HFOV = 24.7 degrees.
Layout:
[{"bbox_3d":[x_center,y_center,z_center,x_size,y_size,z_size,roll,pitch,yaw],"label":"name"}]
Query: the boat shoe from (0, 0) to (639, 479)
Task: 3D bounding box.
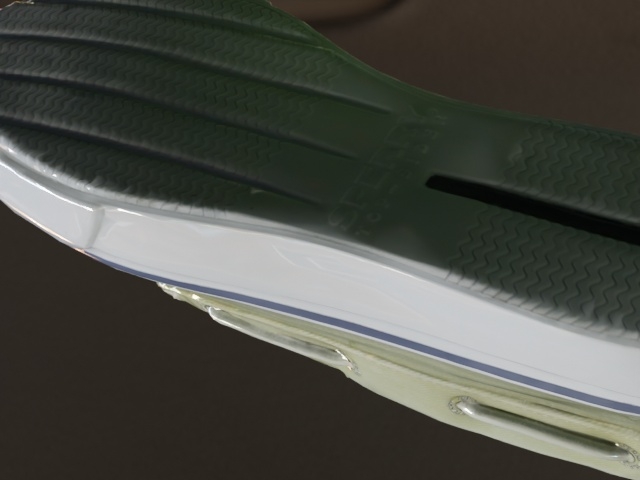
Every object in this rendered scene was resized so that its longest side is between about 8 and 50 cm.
[{"bbox_3d":[0.000,0.000,0.466,0.302,0.094,0.109,22,-127,28],"label":"boat shoe"}]
